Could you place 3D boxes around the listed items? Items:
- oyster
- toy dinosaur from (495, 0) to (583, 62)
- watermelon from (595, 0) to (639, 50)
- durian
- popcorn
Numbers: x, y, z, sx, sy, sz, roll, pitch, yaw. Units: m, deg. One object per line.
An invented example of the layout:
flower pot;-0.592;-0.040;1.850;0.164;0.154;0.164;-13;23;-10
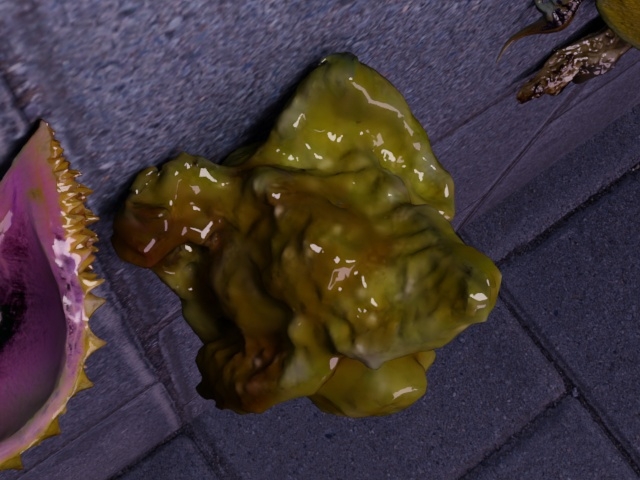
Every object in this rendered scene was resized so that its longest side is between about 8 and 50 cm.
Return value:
oyster;0.445;-0.309;1.399;0.345;0.078;0.128;-37;179;-14
toy dinosaur;0.268;-0.271;1.028;0.037;0.058;0.180;-18;174;-39
watermelon;0.433;-0.314;1.130;0.123;0.129;0.301;-40;165;4
durian;-0.241;0.077;0.592;0.260;0.186;0.154;-24;164;2
popcorn;0.011;0.001;0.802;0.321;0.326;0.290;6;-173;16
